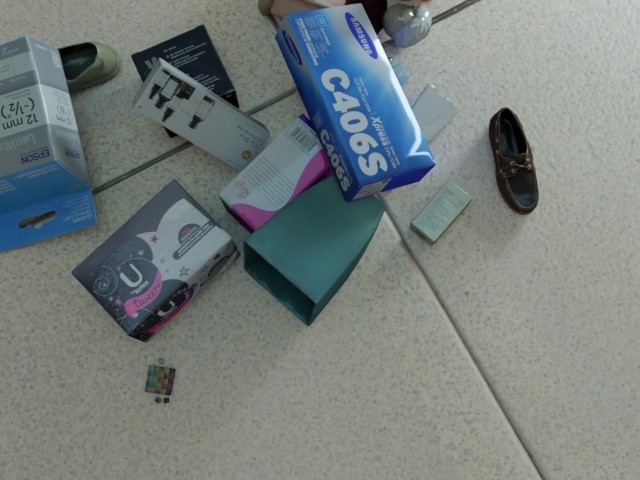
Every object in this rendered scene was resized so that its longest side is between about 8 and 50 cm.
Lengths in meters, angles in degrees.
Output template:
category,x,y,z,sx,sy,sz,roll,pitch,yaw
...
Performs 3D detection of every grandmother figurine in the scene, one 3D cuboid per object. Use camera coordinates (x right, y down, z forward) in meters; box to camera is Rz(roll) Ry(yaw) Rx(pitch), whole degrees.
category,x,y,z,sx,sy,sz,roll,pitch,yaw
grandmother figurine,0.052,-0.460,1.483,0.343,0.104,0.207,15,86,7

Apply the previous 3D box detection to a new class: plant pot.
category,x,y,z,sx,sy,sz,roll,pitch,yaw
plant pot,0.000,0.000,1.343,0.165,0.165,0.234,40,72,9

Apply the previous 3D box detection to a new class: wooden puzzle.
category,x,y,z,sx,sy,sz,roll,pitch,yaw
wooden puzzle,-0.295,0.258,1.363,0.049,0.006,0.083,8,77,3

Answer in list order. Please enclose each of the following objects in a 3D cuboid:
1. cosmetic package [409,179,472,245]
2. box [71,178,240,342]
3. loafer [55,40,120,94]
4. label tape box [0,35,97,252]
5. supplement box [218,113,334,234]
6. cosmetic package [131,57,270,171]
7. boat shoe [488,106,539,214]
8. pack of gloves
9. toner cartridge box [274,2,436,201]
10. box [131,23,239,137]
category,x,y,z,sx,sy,sz,roll,pitch,yaw
cosmetic package,0.229,-0.052,1.409,0.060,0.041,0.115,42,81,10
box,-0.291,0.042,1.345,0.247,0.142,0.163,-44,79,-8
loafer,-0.534,-0.330,1.463,0.269,0.092,0.101,-27,78,-5
label tape box,-0.583,-0.168,1.373,0.249,0.115,0.347,-15,85,11
supplement box,-0.072,-0.111,1.393,0.111,0.114,0.220,44,80,9
cosmetic package,-0.220,-0.228,1.374,0.239,0.060,0.099,30,104,-27
boat shoe,0.369,-0.153,1.416,0.073,0.073,0.206,-15,78,-4
pack of gloves,0.128,-0.233,1.464,0.195,0.046,0.232,40,82,-4
toner cartridge box,0.061,-0.255,1.341,0.165,0.075,0.347,-17,76,-26
box,-0.263,-0.312,1.453,0.156,0.093,0.158,-24,78,-4
